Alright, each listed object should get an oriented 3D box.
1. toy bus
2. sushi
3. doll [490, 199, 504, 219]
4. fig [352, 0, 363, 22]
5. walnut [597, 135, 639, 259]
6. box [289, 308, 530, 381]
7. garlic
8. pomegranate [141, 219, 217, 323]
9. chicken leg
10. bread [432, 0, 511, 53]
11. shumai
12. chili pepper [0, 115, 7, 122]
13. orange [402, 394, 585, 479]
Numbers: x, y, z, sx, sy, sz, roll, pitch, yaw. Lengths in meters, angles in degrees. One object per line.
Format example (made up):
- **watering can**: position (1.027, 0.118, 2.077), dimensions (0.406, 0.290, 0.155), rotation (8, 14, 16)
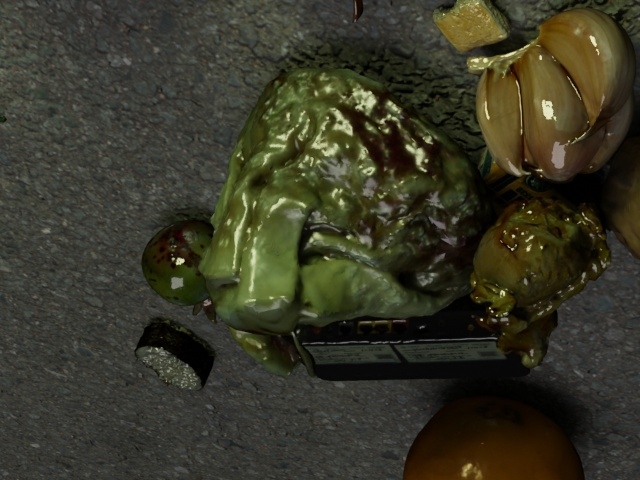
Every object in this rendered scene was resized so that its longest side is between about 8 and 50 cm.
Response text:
- **toy bus**: position (0.292, -0.072, 1.514), dimensions (0.182, 0.091, 0.103), rotation (34, 139, -18)
- **sushi**: position (-0.267, 0.214, 2.130), dimensions (0.150, 0.078, 0.090), rotation (39, 133, -21)
- **doll**: position (0.268, -0.006, 1.626), dimensions (0.137, 0.097, 0.209), rotation (-26, 111, 6)
- **fig**: position (-0.006, -0.335, 1.325), dimensions (0.201, 0.133, 0.146), rotation (20, 176, -30)
- **walnut**: position (0.422, -0.051, 1.373), dimensions (0.141, 0.204, 0.238), rotation (6, 145, -19)
- **box**: position (0.136, 0.163, 1.764), dimensions (0.350, 0.058, 0.211), rotation (-2, 157, 18)
- **garlic**: position (0.294, -0.165, 1.350), dimensions (0.214, 0.191, 0.160), rotation (-29, 161, 39)
- **pomegranate**: position (-0.202, 0.046, 1.850), dimensions (0.148, 0.148, 0.169), rotation (-15, 140, 38)
- **chicken leg**: position (0.277, 0.037, 1.451), dimensions (0.140, 0.211, 0.361), rotation (47, -178, 20)
- **bread**: position (0.182, -0.261, 1.380), dimensions (0.070, 0.035, 0.083), rotation (41, 144, -24)
- **shumai**: position (0.000, 0.000, 1.490), dimensions (0.395, 0.348, 0.395), rotation (31, 148, 22)
- **chili pepper**: position (-0.598, -0.225, 1.756), dimensions (0.279, 0.065, 0.122), rotation (26, 146, 0)
- **orange**: position (0.291, 0.415, 1.935), dimensions (0.312, 0.312, 0.312), rotation (13, 142, 10)
